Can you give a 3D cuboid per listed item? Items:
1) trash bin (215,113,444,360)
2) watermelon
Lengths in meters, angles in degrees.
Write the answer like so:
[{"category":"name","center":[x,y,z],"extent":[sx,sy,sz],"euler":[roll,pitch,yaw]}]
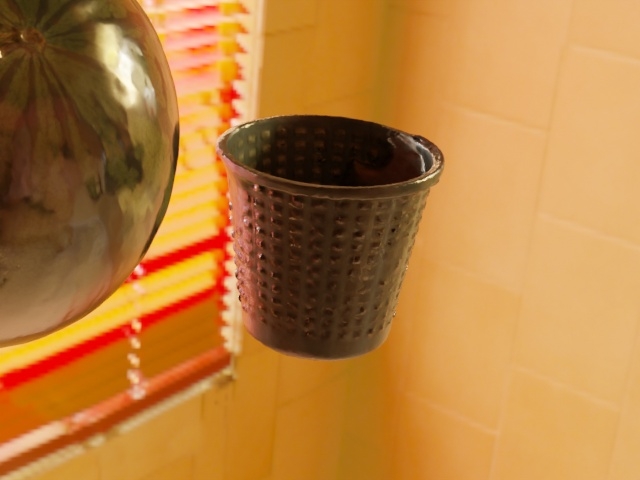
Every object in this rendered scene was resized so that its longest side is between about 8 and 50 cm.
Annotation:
[{"category":"trash bin","center":[0.000,0.000,0.975],"extent":[0.175,0.161,0.175],"euler":[5,-156,-2]},{"category":"watermelon","center":[-0.169,-0.049,0.598],"extent":[0.212,0.212,0.212],"euler":[5,-157,-2]}]
